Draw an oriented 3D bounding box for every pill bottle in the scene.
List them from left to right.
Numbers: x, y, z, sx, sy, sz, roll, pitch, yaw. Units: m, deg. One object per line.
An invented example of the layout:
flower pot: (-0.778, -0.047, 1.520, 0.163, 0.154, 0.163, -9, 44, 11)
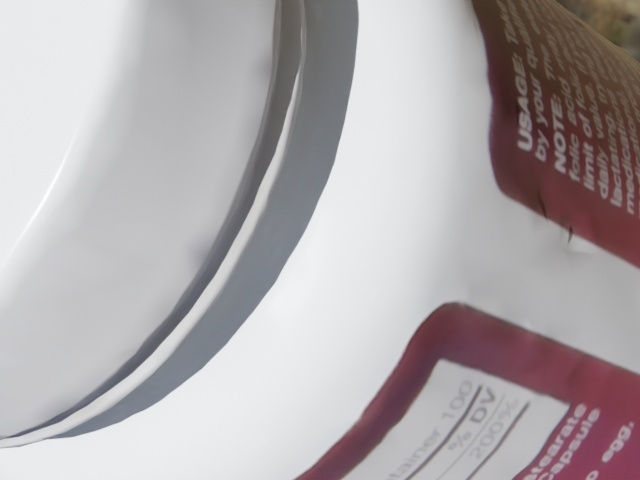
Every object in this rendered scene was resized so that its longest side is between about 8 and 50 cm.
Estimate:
pill bottle: (0.000, 0.000, 0.569, 0.224, 0.224, 0.392, 14, 173, 40)
